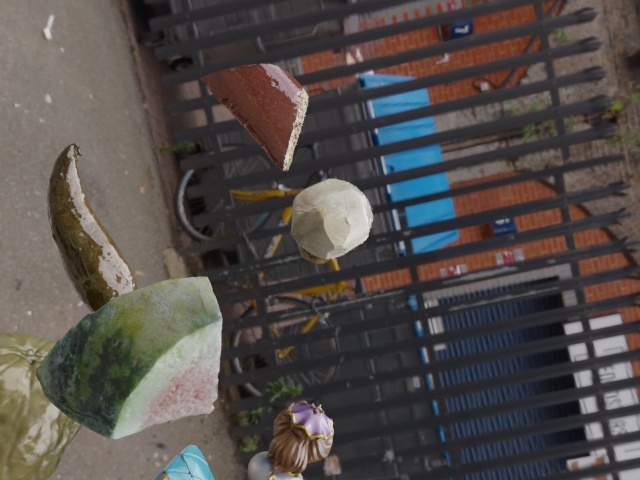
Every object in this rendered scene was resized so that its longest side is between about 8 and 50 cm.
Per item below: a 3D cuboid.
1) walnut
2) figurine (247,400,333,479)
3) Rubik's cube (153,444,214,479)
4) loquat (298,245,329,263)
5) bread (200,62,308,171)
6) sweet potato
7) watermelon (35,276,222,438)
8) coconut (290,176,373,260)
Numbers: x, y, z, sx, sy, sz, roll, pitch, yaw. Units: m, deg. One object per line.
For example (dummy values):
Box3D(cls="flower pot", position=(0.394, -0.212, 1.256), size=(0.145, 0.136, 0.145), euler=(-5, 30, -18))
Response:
Box3D(cls="walnut", position=(-0.594, 0.328, 1.145), size=(0.253, 0.282, 0.276), euler=(-2, 110, -52))
Box3D(cls="figurine", position=(-0.066, 0.475, 1.316), size=(0.263, 0.142, 0.189), euler=(-58, 172, 2))
Box3D(cls="Rubik's cube", position=(-0.372, 0.641, 1.543), size=(0.254, 0.255, 0.254), euler=(-12, 90, -85))
Box3D(cls="loquat", position=(0.000, 0.000, 1.571), size=(0.113, 0.137, 0.137), euler=(97, -11, -45))
Box3D(cls="bread", position=(-0.078, -0.208, 0.890), size=(0.192, 0.119, 0.067), euler=(47, -9, 4))
Box3D(cls="sweet potato", position=(-0.514, 0.003, 1.299), size=(0.130, 0.131, 0.422), euler=(-65, 136, -82))
Box3D(cls="watermelon", position=(-0.281, 0.182, 0.945), size=(0.193, 0.310, 0.231), euler=(41, -13, 47))
Box3D(cls="coconut", position=(0.016, -0.040, 1.215), size=(0.161, 0.162, 0.161), euler=(42, -27, 28))
